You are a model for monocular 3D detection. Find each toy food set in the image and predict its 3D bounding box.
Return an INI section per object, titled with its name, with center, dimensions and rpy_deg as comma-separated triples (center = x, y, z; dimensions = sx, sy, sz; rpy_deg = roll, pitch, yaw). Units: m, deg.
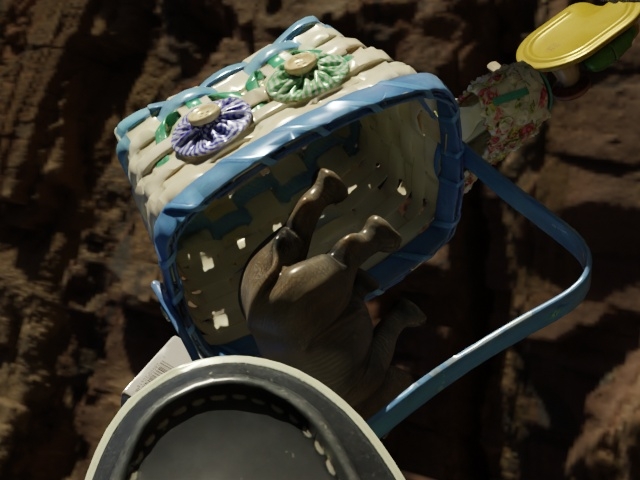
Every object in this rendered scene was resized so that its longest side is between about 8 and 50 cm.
[toy food set]
center = 0.328, -0.237, 1.425
dimensions = 0.218, 0.128, 0.071
rpy_deg = -35, -59, -9

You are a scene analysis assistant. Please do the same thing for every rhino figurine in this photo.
[rhino figurine]
center = 0.014, 0.070, 0.735
dimensions = 0.106, 0.073, 0.243
rpy_deg = -47, -37, -20

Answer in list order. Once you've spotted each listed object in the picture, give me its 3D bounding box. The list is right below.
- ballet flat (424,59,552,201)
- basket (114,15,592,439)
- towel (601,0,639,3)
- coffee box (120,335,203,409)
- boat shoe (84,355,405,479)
[ballet flat]
center = 0.122, -0.093, 1.013
dimensions = 0.077, 0.241, 0.091
rpy_deg = -18, -104, -25
[basket]
center = 0.000, 0.000, 0.747
dimensions = 0.254, 0.289, 0.201
rpy_deg = -32, -32, -14
[towel]
center = 0.161, -0.229, 0.897
dimensions = 0.187, 0.282, 0.049
rpy_deg = -2, -75, -45
[coffee box]
center = -0.084, 0.228, 1.145
dimensions = 0.098, 0.246, 0.141
rpy_deg = -49, -17, -43
[boat shoe]
center = -0.014, 0.230, 0.339
dimensions = 0.156, 0.186, 0.500
rpy_deg = 87, 178, -48
